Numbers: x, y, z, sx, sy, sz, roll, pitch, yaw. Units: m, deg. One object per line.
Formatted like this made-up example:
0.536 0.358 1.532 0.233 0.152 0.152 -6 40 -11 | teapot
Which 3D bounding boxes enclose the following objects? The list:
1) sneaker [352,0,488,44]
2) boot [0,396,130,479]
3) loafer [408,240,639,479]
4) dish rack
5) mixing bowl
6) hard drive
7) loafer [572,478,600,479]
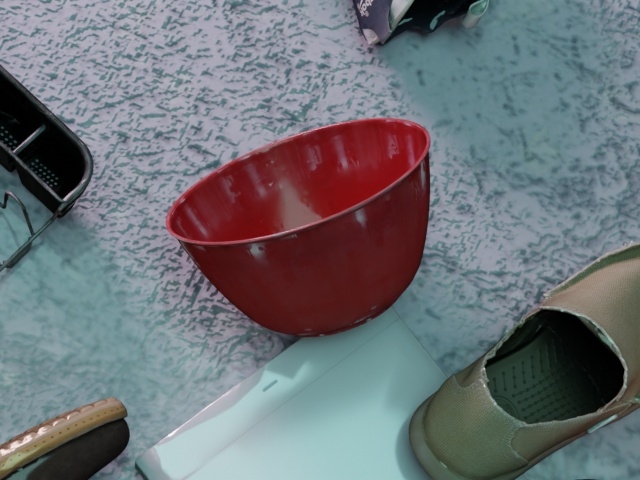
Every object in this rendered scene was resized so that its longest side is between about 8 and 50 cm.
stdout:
0.026 -0.219 1.064 0.235 0.094 0.153 18 62 -13 | sneaker
-0.181 0.239 0.914 0.248 0.090 0.207 -35 93 -18 | boot
0.178 0.077 0.976 0.268 0.092 0.102 -34 80 -31 | loafer
-0.308 -0.016 0.965 0.208 0.074 0.271 42 72 7 | dish rack
0.000 0.000 0.970 0.181 0.181 0.098 -27 113 -15 | mixing bowl
0.050 0.210 0.964 0.203 0.040 0.307 -35 80 -17 | hard drive
0.074 0.223 0.889 0.302 0.095 0.109 -24 77 -14 | loafer
